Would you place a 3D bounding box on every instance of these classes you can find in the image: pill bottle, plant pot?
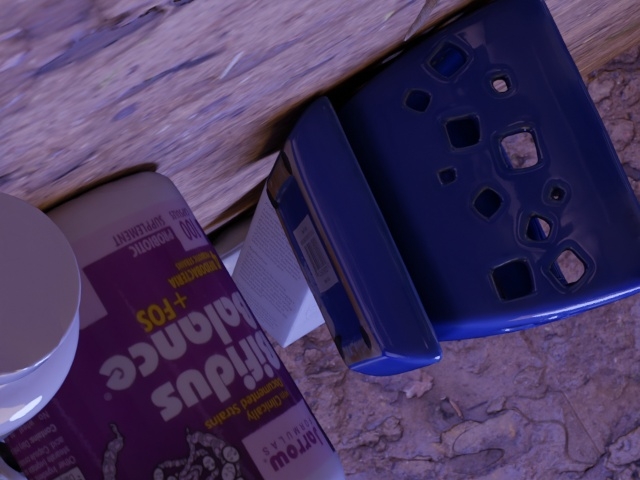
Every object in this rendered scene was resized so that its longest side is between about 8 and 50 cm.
[{"bbox_3d":[-0.089,0.124,0.831,0.169,0.301,0.169,-31,178,-1],"label":"pill bottle"},{"bbox_3d":[0.089,-0.024,1.045,0.212,0.236,0.236,-24,176,-10],"label":"plant pot"},{"bbox_3d":[-0.164,0.042,0.591,0.103,0.103,0.184,-30,177,-31],"label":"pill bottle"}]

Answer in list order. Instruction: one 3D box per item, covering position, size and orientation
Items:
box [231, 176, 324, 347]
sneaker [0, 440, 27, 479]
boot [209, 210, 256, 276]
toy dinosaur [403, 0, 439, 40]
[{"bbox_3d":[0.000,0.000,1.347,0.130,0.091,0.170,-29,154,-39],"label":"box"},{"bbox_3d":[-0.261,0.176,0.997,0.448,0.169,0.257,-23,135,-24],"label":"sneaker"},{"bbox_3d":[-0.063,0.005,1.542,0.165,0.077,0.213,-34,174,19],"label":"boot"},{"bbox_3d":[0.108,-0.164,0.619,0.183,0.053,0.093,-41,158,29],"label":"toy dinosaur"}]
